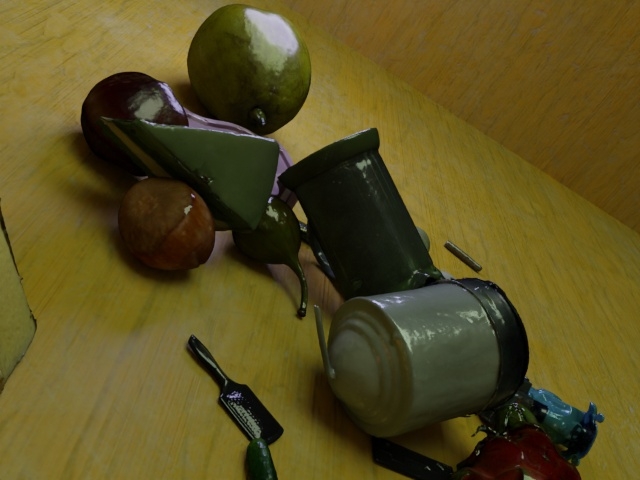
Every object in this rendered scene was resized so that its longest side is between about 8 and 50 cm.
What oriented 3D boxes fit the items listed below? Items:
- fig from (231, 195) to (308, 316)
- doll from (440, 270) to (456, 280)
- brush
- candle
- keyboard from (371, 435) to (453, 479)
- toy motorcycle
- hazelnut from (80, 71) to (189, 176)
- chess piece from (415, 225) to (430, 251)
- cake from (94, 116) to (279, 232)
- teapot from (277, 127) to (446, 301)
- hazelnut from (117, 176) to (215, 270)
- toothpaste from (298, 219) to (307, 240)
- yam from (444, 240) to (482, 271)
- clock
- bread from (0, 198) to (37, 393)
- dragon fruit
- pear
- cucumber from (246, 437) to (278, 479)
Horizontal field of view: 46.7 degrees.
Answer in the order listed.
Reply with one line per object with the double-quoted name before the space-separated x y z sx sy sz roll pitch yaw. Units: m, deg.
"fig" -0.069 0.025 1.306 0.124 0.124 0.236 -5 58 -54
"doll" 0.241 0.161 1.467 0.160 0.094 0.365 40 26 2
"brush" -0.125 0.203 1.024 0.193 0.016 0.063 45 26 18
"candle" 0.140 0.179 1.132 0.343 0.221 0.221 -8 46 -32
"keyboard" 0.144 0.342 1.127 0.155 0.010 0.053 27 27 -18
"toy motorcycle" 0.412 0.324 1.384 0.272 0.123 0.182 24 6 -28
"hazelnut" -0.334 -0.214 1.313 0.178 0.178 0.204 10 26 -43
"chess piece" 0.178 0.029 1.586 0.133 0.133 0.243 39 19 7
"cake" -0.205 -0.161 1.213 0.158 0.172 0.283 4 -31 44
"teapot" 0.068 -0.003 1.361 0.200 0.270 0.337 -26 89 -37
"hazelnut" -0.231 -0.024 1.153 0.150 0.150 0.150 28 26 -15
"toothpaste" 0.000 0.000 1.516 0.204 0.031 0.049 29 24 -7
"yam" 0.370 0.041 1.917 0.116 0.021 0.021 39 25 8
"clock" -0.166 -0.141 1.479 0.275 0.080 0.290 17 26 -33
"bread" -0.363 0.072 0.769 0.135 0.178 0.240 29 24 -12
"dragon fruit" 0.272 0.356 1.093 0.200 0.198 0.269 -1 35 -13
"pear" -0.158 -0.377 1.705 0.287 0.287 0.375 19 39 -32
"cucumber" -0.066 0.301 0.906 0.037 0.037 0.155 19 29 -31
